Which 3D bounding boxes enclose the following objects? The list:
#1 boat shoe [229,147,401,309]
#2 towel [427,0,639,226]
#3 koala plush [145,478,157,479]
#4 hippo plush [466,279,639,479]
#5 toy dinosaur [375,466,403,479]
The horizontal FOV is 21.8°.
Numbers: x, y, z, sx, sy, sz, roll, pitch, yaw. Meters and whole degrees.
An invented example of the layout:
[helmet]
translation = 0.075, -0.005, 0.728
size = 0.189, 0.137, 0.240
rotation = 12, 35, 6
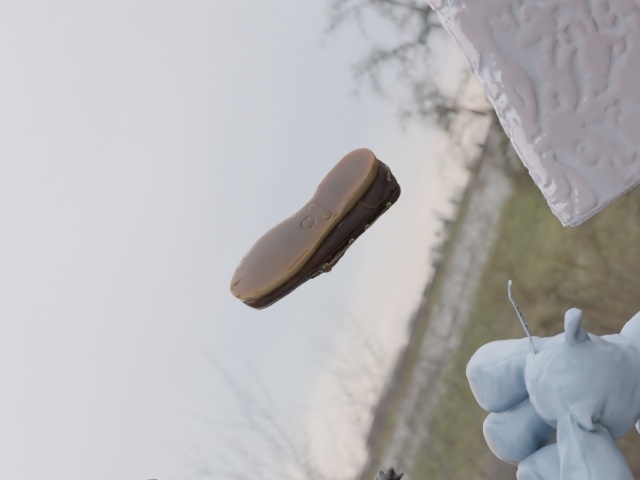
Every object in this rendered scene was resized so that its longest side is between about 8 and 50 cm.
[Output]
[boat shoe]
translation = 0.000, 0.000, 1.711
size = 0.207, 0.073, 0.073
rotation = -43, -47, -1
[towel]
translation = 0.297, -0.233, 1.757
size = 0.317, 0.332, 0.053
rotation = -34, 8, -14
[koala plush]
translation = -0.211, 0.388, 1.817
size = 0.221, 0.203, 0.196
rotation = -33, 2, 20
[hippo plush]
translation = 0.316, 0.146, 1.836
size = 0.234, 0.236, 0.294
rotation = 23, 128, 57
[toy dinosaur]
translation = 0.047, 0.342, 1.851
size = 0.160, 0.313, 0.121
rotation = -36, -76, -79
